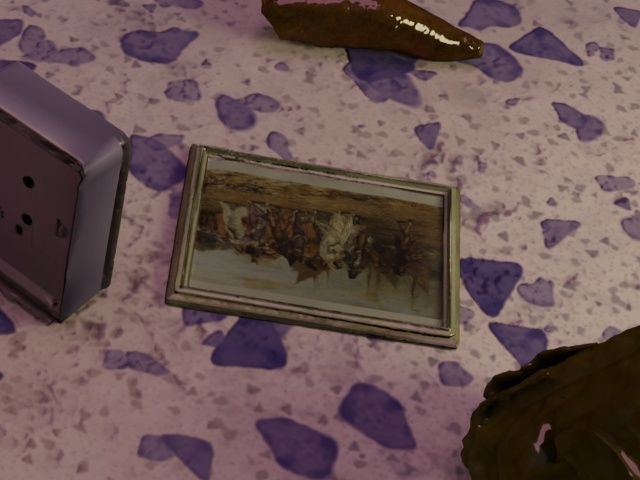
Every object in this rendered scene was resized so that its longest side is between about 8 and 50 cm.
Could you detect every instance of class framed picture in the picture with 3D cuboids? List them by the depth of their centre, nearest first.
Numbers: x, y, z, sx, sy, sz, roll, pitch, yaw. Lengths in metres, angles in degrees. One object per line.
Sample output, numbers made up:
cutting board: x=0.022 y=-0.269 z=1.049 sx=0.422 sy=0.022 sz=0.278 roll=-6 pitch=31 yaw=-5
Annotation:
framed picture: x=0.000 y=0.000 z=1.669 sx=0.274 sy=0.017 sz=0.217 roll=8 pitch=46 yaw=-6

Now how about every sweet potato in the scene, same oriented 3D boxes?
sweet potato: x=0.053 y=-0.232 z=1.871 sx=0.244 sy=0.077 sz=0.077 roll=5 pitch=45 yaw=-13

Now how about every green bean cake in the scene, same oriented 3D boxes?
green bean cake: x=0.263 y=0.212 z=1.384 sx=0.202 sy=0.285 sz=0.310 roll=-8 pitch=71 yaw=-45

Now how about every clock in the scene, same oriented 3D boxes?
clock: x=-0.245 y=-0.039 z=1.526 sx=0.145 sy=0.193 sz=0.073 roll=34 pitch=47 yaw=18
